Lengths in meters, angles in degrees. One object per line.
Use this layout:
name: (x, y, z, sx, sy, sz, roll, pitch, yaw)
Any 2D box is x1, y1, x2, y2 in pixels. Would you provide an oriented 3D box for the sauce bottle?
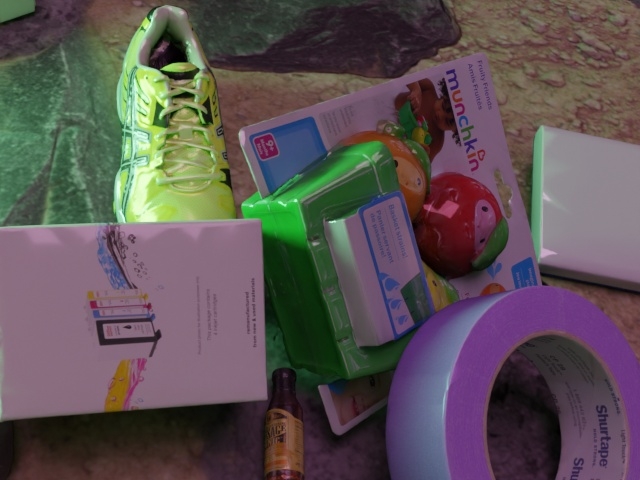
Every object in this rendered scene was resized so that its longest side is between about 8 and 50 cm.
sauce bottle: (-0.038, 0.192, 0.856, 0.042, 0.042, 0.128, 4, 50, -10)

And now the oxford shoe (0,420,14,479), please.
oxford shoe: (-0.342, 0.142, 0.814, 0.076, 0.076, 0.212, -18, 74, -15)

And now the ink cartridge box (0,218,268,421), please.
ink cartridge box: (-0.180, 0.069, 0.802, 0.232, 0.171, 0.168, -2, 88, -14)

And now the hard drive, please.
hard drive: (0.438, -0.028, 1.111, 0.318, 0.040, 0.210, 11, 64, -4)

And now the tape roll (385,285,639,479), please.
tape roll: (0.197, 0.184, 0.799, 0.274, 0.090, 0.275, 8, 75, -31)

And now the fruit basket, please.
fruit basket: (0.108, -0.010, 0.903, 0.353, 0.165, 0.327, -21, 102, -28)

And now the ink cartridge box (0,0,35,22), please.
ink cartridge box: (-0.540, -0.360, 1.143, 0.237, 0.100, 0.172, -31, 65, -31)

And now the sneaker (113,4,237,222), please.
sneaker: (-0.182, -0.124, 1.006, 0.145, 0.147, 0.385, -7, 55, -20)
